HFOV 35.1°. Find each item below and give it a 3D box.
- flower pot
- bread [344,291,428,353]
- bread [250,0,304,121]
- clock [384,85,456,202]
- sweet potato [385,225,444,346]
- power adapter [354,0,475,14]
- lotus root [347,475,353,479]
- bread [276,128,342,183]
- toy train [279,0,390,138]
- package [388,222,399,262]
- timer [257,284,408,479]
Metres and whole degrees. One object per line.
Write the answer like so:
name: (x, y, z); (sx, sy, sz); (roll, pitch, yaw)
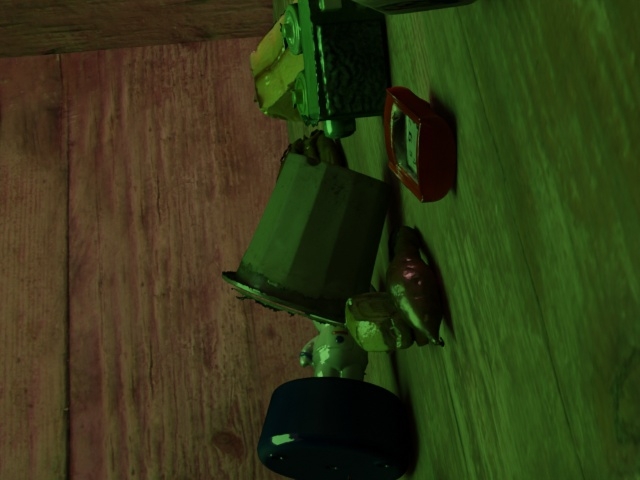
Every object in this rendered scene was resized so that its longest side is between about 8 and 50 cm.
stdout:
flower pot: (0.000, 0.000, 1.710); (0.290, 0.290, 0.259); (-156, 84, -84)
bread: (0.100, 0.127, 1.541); (0.156, 0.117, 0.064); (-114, 21, -73)
bread: (-0.056, -0.431, 2.269); (0.236, 0.198, 0.263); (100, 163, -45)
clock: (0.129, -0.126, 1.297); (0.155, 0.061, 0.113); (-116, 20, -64)
sweet potato: (0.127, 0.052, 1.439); (0.269, 0.074, 0.075); (-97, 4, -54)
power adapter: (0.077, -0.284, 0.936); (0.205, 0.130, 0.125); (-21, -73, -70)
lotus root: (0.027, 0.546, 1.456); (0.390, 0.375, 0.111); (44, 154, 10)
bread: (-0.025, -0.084, 2.358); (0.325, 0.167, 0.278); (-105, 10, -52)
toy train: (0.029, -0.306, 1.678); (0.188, 0.159, 0.272); (-171, 75, -74)
package: (0.123, 0.004, 1.704); (0.110, 0.015, 0.037); (96, 166, -71)
timer: (0.038, 0.238, 1.870); (0.270, 0.270, 0.384); (95, -178, -62)
